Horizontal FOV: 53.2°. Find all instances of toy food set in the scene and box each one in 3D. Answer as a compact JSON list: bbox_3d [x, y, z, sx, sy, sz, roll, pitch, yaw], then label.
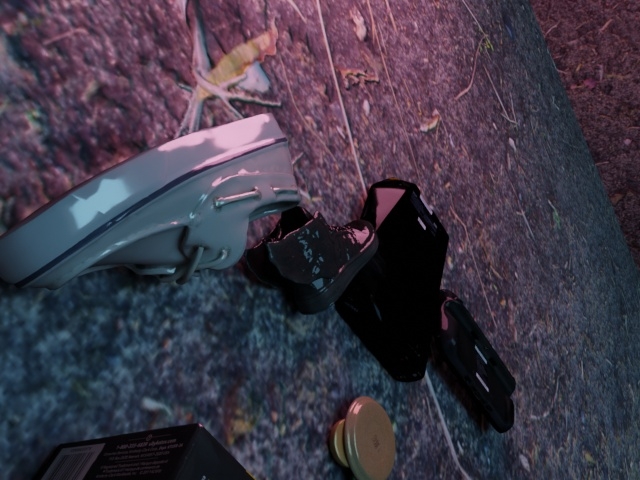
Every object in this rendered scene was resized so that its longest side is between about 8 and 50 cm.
[{"bbox_3d":[0.042,0.184,0.580,0.083,0.020,0.083,61,33,-17],"label":"toy food set"}]

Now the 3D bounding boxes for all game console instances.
[{"bbox_3d":[0.145,0.107,0.755,0.361,0.044,0.213,52,39,-28],"label":"game console"}]

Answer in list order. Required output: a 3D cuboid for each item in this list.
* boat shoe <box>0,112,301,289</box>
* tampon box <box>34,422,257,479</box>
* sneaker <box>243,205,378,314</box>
[{"bbox_3d":[-0.088,-0.016,0.423,0.088,0.096,0.267,62,25,-7],"label":"boat shoe"},{"bbox_3d":[-0.070,0.185,0.318,0.161,0.120,0.101,54,37,-26],"label":"tampon box"},{"bbox_3d":[-0.002,0.000,0.575,0.089,0.051,0.170,64,36,-20],"label":"sneaker"}]
